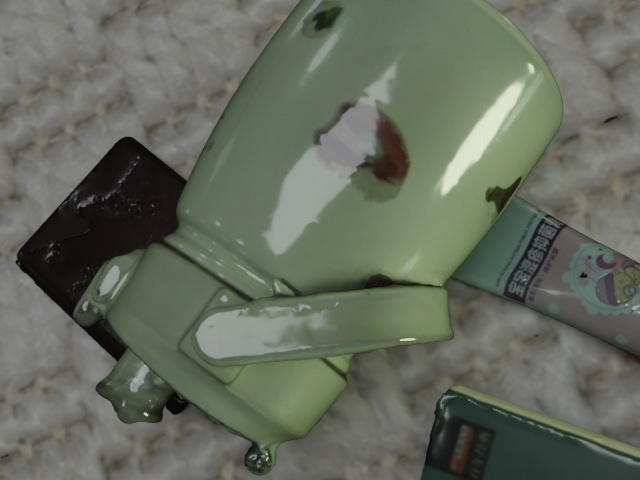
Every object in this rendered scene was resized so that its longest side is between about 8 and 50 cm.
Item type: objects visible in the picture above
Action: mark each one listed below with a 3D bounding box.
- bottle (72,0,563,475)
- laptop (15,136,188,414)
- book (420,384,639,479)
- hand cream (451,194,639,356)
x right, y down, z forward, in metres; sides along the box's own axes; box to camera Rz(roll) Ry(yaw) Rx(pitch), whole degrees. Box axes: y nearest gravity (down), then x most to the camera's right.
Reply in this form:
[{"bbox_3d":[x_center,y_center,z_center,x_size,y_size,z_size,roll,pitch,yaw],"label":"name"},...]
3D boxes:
[{"bbox_3d":[0.000,0.000,0.641,0.229,0.229,0.351,32,80,19],"label":"bottle"},{"bbox_3d":[-0.142,0.024,0.778,0.207,0.026,0.154,39,85,18],"label":"laptop"},{"bbox_3d":[0.221,0.271,0.569,0.379,0.031,0.264,16,96,23],"label":"book"},{"bbox_3d":[0.234,0.053,0.665,0.331,0.058,0.085,28,89,29],"label":"hand cream"}]
